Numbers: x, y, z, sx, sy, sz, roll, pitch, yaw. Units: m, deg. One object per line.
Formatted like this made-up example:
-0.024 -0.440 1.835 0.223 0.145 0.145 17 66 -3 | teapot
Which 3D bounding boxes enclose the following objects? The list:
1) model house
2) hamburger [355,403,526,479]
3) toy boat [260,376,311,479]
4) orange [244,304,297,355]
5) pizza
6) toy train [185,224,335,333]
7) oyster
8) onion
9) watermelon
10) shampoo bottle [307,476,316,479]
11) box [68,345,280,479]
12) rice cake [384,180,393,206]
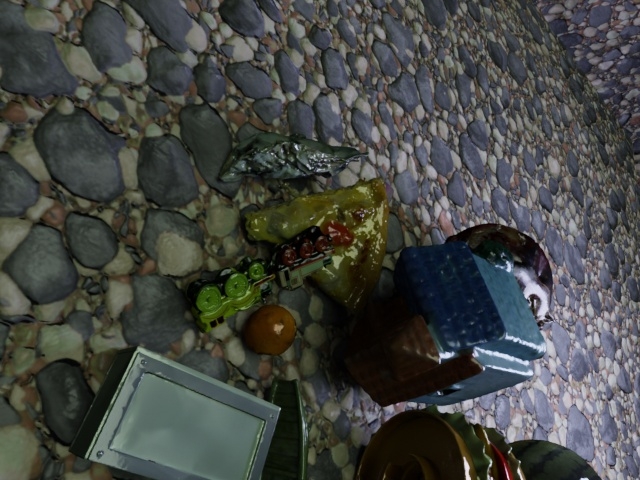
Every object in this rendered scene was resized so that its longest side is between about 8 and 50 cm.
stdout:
0.158 0.142 0.758 0.329 0.294 0.252 12 53 -45 | model house
0.210 0.425 0.754 0.212 0.274 0.275 30 59 -26 | hamburger
-0.061 0.352 0.663 0.055 0.093 0.293 38 53 -48 | toy boat
-0.078 0.141 0.718 0.083 0.083 0.084 14 68 -37 | orange
0.000 0.000 0.814 0.287 0.075 0.280 7 85 -30 | pizza
-0.083 0.053 0.710 0.249 0.053 0.085 -26 115 -26 | toy train
-0.030 -0.152 0.820 0.252 0.199 0.087 -46 151 -56 | oyster
0.356 0.112 1.017 0.313 0.232 0.314 -4 99 -25 | onion
0.408 0.540 0.881 0.359 0.278 0.279 0 77 -38 | watermelon
-0.022 0.419 0.704 0.072 0.043 0.099 33 57 -30 | shampoo bottle
-0.177 0.244 0.597 0.225 0.086 0.130 34 57 -28 | box
0.101 -0.058 0.964 0.047 0.036 0.207 56 49 -19 | rice cake
